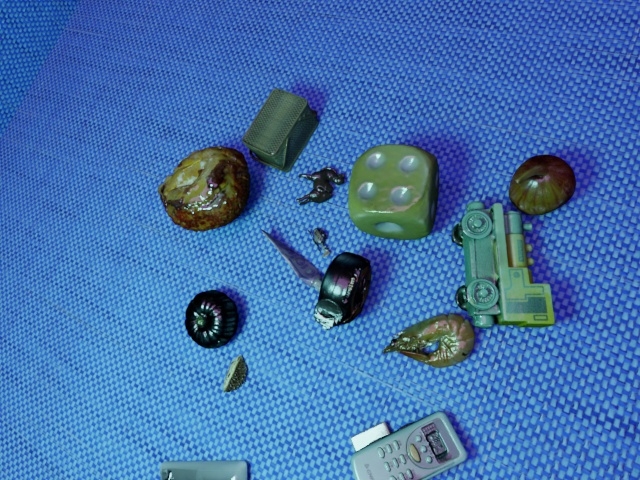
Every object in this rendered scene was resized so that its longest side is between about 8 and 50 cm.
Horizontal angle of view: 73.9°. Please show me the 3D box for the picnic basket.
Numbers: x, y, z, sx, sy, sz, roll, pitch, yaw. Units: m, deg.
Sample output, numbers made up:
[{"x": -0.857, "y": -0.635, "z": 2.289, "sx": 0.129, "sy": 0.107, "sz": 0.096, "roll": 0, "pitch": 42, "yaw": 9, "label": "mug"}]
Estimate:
[{"x": -0.143, "y": -0.395, "z": 1.539, "sx": 0.165, "sy": 0.139, "sz": 0.266, "roll": 29, "pitch": 85, "yaw": 24, "label": "picnic basket"}]

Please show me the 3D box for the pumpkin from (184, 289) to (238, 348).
[{"x": -0.362, "y": 0.261, "z": 1.415, "sx": 0.194, "sy": 0.150, "sz": 0.194, "roll": -17, "pitch": 67, "yaw": 48, "label": "pumpkin"}]

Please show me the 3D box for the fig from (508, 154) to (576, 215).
[{"x": 0.614, "y": -0.170, "z": 1.180, "sx": 0.175, "sy": 0.207, "sz": 0.174, "roll": -11, "pitch": 61, "yaw": 22, "label": "fig"}]

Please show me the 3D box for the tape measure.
[{"x": 0.075, "y": 0.147, "z": 1.266, "sx": 0.135, "sy": 0.202, "sz": 0.222, "roll": 19, "pitch": 95, "yaw": 21, "label": "tape measure"}]

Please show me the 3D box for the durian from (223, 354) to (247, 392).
[{"x": -0.276, "y": 0.442, "z": 1.390, "sx": 0.066, "sy": 0.052, "sz": 0.130, "roll": 5, "pitch": 68, "yaw": 60, "label": "durian"}]

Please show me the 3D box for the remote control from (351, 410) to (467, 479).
[{"x": 0.228, "y": 0.577, "z": 1.135, "sx": 0.297, "sy": 0.056, "sz": 0.140, "roll": -25, "pitch": 57, "yaw": -1, "label": "remote control"}]

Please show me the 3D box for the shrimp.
[{"x": 0.307, "y": 0.296, "z": 1.222, "sx": 0.268, "sy": 0.061, "sz": 0.145, "roll": -15, "pitch": 79, "yaw": 12, "label": "shrimp"}]

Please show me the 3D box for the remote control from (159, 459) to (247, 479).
[{"x": -0.369, "y": 0.743, "z": 1.311, "sx": 0.313, "sy": 0.055, "sz": 0.109, "roll": -9, "pitch": 71, "yaw": 16, "label": "remote control"}]

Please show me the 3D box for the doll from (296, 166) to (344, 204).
[{"x": 0.002, "y": -0.192, "z": 1.477, "sx": 0.165, "sy": 0.057, "sz": 0.138, "roll": -2, "pitch": 70, "yaw": 13, "label": "doll"}]

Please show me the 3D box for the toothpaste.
[{"x": -0.092, "y": 0.064, "z": 1.422, "sx": 0.301, "sy": 0.075, "sz": 0.048, "roll": 43, "pitch": 113, "yaw": 22, "label": "toothpaste"}]

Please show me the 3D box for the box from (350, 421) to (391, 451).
[{"x": 0.145, "y": 0.560, "z": 1.211, "sx": 0.115, "sy": 0.025, "sz": 0.048, "roll": -30, "pitch": 62, "yaw": 8, "label": "box"}]

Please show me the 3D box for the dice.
[{"x": 0.227, "y": -0.143, "z": 1.293, "sx": 0.239, "sy": 0.227, "sz": 0.232, "roll": 5, "pitch": 73, "yaw": 21, "label": "dice"}]

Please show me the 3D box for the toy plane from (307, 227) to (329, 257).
[{"x": 0.000, "y": 0.000, "z": 1.430, "sx": 0.049, "sy": 0.031, "sz": 0.120, "roll": -37, "pitch": 64, "yaw": 11, "label": "toy plane"}]

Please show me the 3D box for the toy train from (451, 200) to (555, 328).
[{"x": 0.499, "y": 0.060, "z": 1.188, "sx": 0.238, "sy": 0.150, "sz": 0.368, "roll": -1, "pitch": 73, "yaw": 10, "label": "toy train"}]

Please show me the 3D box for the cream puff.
[{"x": -0.386, "y": -0.169, "z": 1.503, "sx": 0.351, "sy": 0.228, "sz": 0.350, "roll": -19, "pitch": 46, "yaw": 21, "label": "cream puff"}]
